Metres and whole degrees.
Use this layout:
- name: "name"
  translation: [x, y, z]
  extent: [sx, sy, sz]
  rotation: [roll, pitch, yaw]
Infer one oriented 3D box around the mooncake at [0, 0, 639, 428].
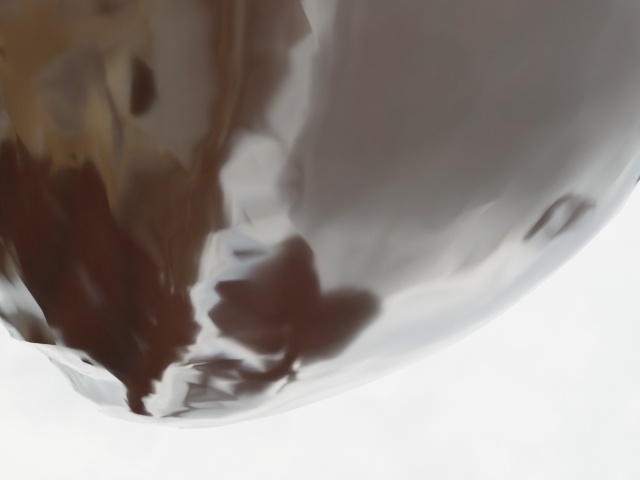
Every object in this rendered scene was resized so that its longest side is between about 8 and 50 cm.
- name: "mooncake"
  translation: [-0.042, -0.117, 0.465]
  extent: [0.174, 0.334, 0.326]
  rotation: [-26, 179, -27]
